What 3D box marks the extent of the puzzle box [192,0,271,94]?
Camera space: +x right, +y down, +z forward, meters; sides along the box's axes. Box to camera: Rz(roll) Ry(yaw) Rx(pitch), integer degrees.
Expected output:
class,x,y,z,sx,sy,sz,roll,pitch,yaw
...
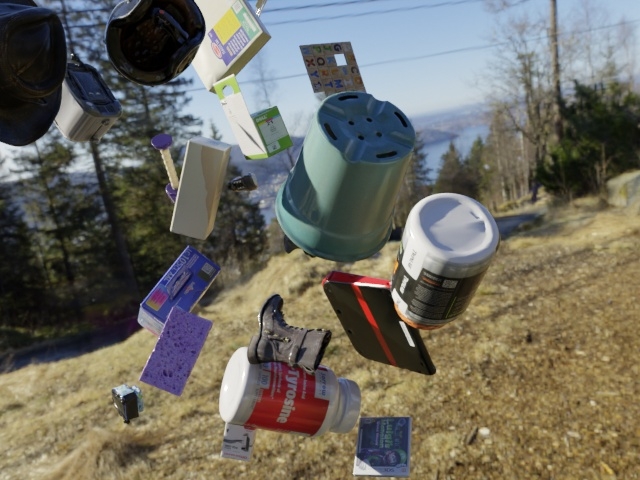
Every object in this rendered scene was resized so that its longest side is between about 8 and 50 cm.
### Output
class,x,y,z,sx,sy,sz,roll,pitch,yaw
puzzle box,-0.356,-0.722,1.800,0.272,0.409,0.052,-39,-20,22

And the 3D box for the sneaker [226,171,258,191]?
class,x,y,z,sx,sy,sz,roll,pitch,yaw
sneaker,-0.261,-0.182,1.793,0.064,0.061,0.157,-27,11,-32

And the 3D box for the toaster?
class,x,y,z,sx,sy,sz,roll,pitch,yaw
toaster,-0.653,-0.374,1.471,0.146,0.227,0.129,-41,-10,31

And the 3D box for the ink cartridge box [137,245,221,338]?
class,x,y,z,sx,sy,sz,roll,pitch,yaw
ink cartridge box,-0.505,0.191,1.930,0.270,0.151,0.395,-56,8,-26

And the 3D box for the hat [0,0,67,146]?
class,x,y,z,sx,sy,sz,roll,pitch,yaw
hat,-0.536,-0.341,0.960,0.133,0.332,0.331,-10,11,21

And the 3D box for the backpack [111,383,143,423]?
class,x,y,z,sx,sy,sz,roll,pitch,yaw
backpack,-0.651,0.541,1.836,0.084,0.105,0.114,-16,22,-41

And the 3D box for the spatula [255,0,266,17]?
class,x,y,z,sx,sy,sz,roll,pitch,yaw
spatula,-0.254,-0.903,2.165,0.019,0.242,0.168,27,32,-10

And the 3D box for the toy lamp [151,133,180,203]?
class,x,y,z,sx,sy,sz,roll,pitch,yaw
toy lamp,-0.521,-0.240,1.892,0.080,0.275,0.080,-2,46,2

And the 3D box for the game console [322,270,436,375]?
class,x,y,z,sx,sy,sz,roll,pitch,yaw
game console,0.189,0.269,1.795,0.341,0.387,0.060,2,39,46

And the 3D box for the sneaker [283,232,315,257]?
class,x,y,z,sx,sy,sz,roll,pitch,yaw
sneaker,0.000,0.000,1.865,0.299,0.122,0.111,9,14,-26

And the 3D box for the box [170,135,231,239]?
class,x,y,z,sx,sy,sz,roll,pitch,yaw
box,-0.396,-0.176,1.802,0.121,0.311,0.148,15,19,-4

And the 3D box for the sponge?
class,x,y,z,sx,sy,sz,roll,pitch,yaw
sponge,-0.381,0.292,1.442,0.117,0.210,0.031,23,-12,-1

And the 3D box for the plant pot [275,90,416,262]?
class,x,y,z,sx,sy,sz,roll,pitch,yaw
plant pot,0.073,-0.177,1.409,0.340,0.341,0.334,-15,-31,-24

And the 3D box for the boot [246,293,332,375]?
class,x,y,z,sx,sy,sz,roll,pitch,yaw
boot,-0.075,0.270,1.576,0.228,0.091,0.263,-1,48,20

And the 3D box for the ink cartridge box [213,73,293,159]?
class,x,y,z,sx,sy,sz,roll,pitch,yaw
ink cartridge box,-0.207,-0.382,1.653,0.097,0.255,0.188,-30,19,-24

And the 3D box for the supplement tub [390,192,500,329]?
class,x,y,z,sx,sy,sz,roll,pitch,yaw
supplement tub,0.263,0.062,1.212,0.193,0.316,0.194,2,53,-2

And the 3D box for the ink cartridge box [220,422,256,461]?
class,x,y,z,sx,sy,sz,roll,pitch,yaw
ink cartridge box,-0.262,0.637,1.764,0.099,0.136,0.056,8,-2,3

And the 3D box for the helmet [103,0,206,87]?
class,x,y,z,sx,sy,sz,roll,pitch,yaw
helmet,-0.301,-0.363,0.974,0.161,0.170,0.169,-24,1,37

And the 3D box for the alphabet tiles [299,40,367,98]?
class,x,y,z,sx,sy,sz,roll,pitch,yaw
alphabet tiles,0.051,-0.522,1.743,0.198,0.238,0.009,-16,-3,-30

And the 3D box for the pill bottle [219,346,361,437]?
class,x,y,z,sx,sy,sz,roll,pitch,yaw
pill bottle,-0.089,0.485,1.698,0.407,0.229,0.229,18,1,-22

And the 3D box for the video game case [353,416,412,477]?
class,x,y,z,sx,sy,sz,roll,pitch,yaw
video game case,0.197,0.644,1.702,0.173,0.022,0.191,-7,42,19
